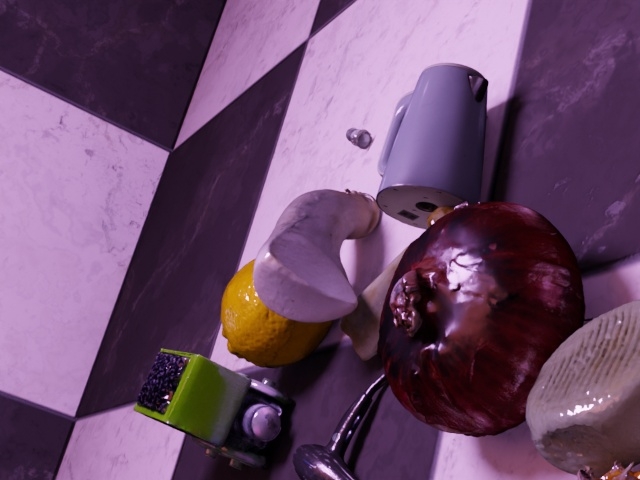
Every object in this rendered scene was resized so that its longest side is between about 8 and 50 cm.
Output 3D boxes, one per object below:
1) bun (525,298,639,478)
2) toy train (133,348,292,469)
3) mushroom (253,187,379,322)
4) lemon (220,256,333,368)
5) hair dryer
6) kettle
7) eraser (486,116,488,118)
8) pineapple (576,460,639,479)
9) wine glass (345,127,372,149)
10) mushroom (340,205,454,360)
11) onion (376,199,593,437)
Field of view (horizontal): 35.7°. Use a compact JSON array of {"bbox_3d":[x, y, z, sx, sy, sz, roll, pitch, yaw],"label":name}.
[{"bbox_3d":[0.310,0.159,1.017,0.221,0.108,0.221,-37,6,5],"label":"bun"},{"bbox_3d":[-0.209,0.312,1.865,0.307,0.249,0.173,-7,58,64],"label":"toy train"},{"bbox_3d":[0.000,0.000,1.731,0.397,0.177,0.126,-70,3,-60],"label":"mushroom"},{"bbox_3d":[-0.079,0.128,1.832,0.260,0.204,0.204,-46,28,23],"label":"lemon"},{"bbox_3d":[0.057,0.304,1.551,0.195,0.075,0.219,17,74,57],"label":"hair dryer"},{"bbox_3d":[0.176,-0.149,1.604,0.211,0.160,0.243,-19,50,53],"label":"kettle"},{"bbox_3d":[0.234,-0.173,1.688,0.122,0.029,0.052,-58,26,17],"label":"eraser"},{"bbox_3d":[0.325,0.276,0.904,0.161,0.137,0.176,87,159,-44],"label":"pineapple"},{"bbox_3d":[0.078,-0.217,2.062,0.039,0.042,0.083,-34,22,-3],"label":"wine glass"},{"bbox_3d":[0.142,0.068,1.558,0.312,0.081,0.100,-51,57,36],"label":"mushroom"},{"bbox_3d":[0.184,0.090,1.256,0.314,0.232,0.314,-47,29,37],"label":"onion"}]
